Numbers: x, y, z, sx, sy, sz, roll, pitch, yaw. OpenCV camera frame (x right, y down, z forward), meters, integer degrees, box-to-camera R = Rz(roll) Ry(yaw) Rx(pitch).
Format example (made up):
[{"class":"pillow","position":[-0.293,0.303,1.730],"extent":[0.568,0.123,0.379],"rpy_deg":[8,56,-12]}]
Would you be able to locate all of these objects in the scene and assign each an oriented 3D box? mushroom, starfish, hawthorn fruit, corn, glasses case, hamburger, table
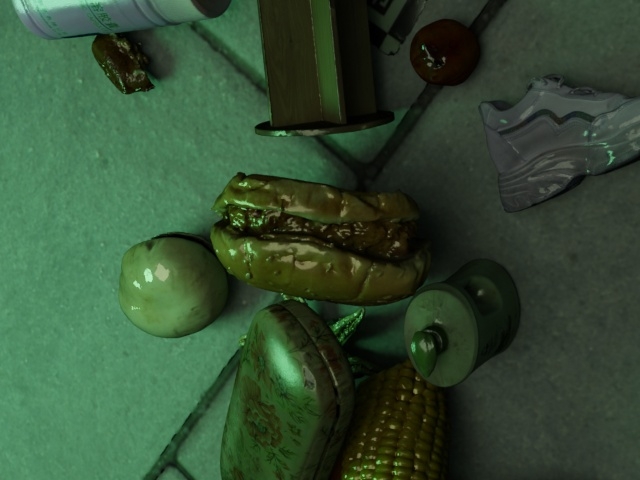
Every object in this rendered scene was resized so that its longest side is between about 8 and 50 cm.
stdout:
[{"class":"mushroom","position":[-0.194,0.054,1.634],"extent":[0.154,0.122,0.154],"rpy_deg":[1,131,2]},{"class":"starfish","position":[-0.020,0.120,1.592],"extent":[0.208,0.053,0.176],"rpy_deg":[-19,90,27]},{"class":"hawthorn fruit","position":[0.141,-0.217,1.444],"extent":[0.081,0.093,0.081],"rpy_deg":[3,99,23]},{"class":"corn","position":[0.082,0.321,1.443],"extent":[0.144,0.144,0.387],"rpy_deg":[-14,56,26]},{"class":"glasses case","position":[-0.048,0.231,1.495],"extent":[0.156,0.098,0.425],"rpy_deg":[57,151,28]},{"class":"hamburger","position":[0.001,0.000,1.442],"extent":[0.259,0.283,0.145],"rpy_deg":[7,94,6]},{"class":"table","position":[-0.006,-0.245,1.457],"extent":[0.167,0.167,0.227],"rpy_deg":[0,103,25]}]

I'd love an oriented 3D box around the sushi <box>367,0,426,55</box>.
[{"class":"sushi","position":[0.033,-0.460,1.475],"extent":[0.343,0.064,0.359],"rpy_deg":[37,111,15]}]

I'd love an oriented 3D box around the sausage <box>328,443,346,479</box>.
[{"class":"sausage","position":[0.162,0.404,1.531],"extent":[0.419,0.094,0.094],"rpy_deg":[40,72,15]}]

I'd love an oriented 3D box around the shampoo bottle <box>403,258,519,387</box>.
[{"class":"shampoo bottle","position":[0.154,0.096,1.408],"extent":[0.087,0.234,0.118],"rpy_deg":[-4,96,25]}]

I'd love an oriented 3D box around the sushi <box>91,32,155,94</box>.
[{"class":"sushi","position":[-0.261,-0.241,1.652],"extent":[0.060,0.061,0.118],"rpy_deg":[-34,88,-16]}]

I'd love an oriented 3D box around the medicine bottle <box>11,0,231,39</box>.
[{"class":"medicine bottle","position":[-0.250,-0.340,1.574],"extent":[0.254,0.152,0.152],"rpy_deg":[-2,97,26]}]

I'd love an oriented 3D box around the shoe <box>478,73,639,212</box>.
[{"class":"shoe","position":[0.289,-0.133,1.390],"extent":[0.245,0.095,0.138],"rpy_deg":[-26,89,32]}]
